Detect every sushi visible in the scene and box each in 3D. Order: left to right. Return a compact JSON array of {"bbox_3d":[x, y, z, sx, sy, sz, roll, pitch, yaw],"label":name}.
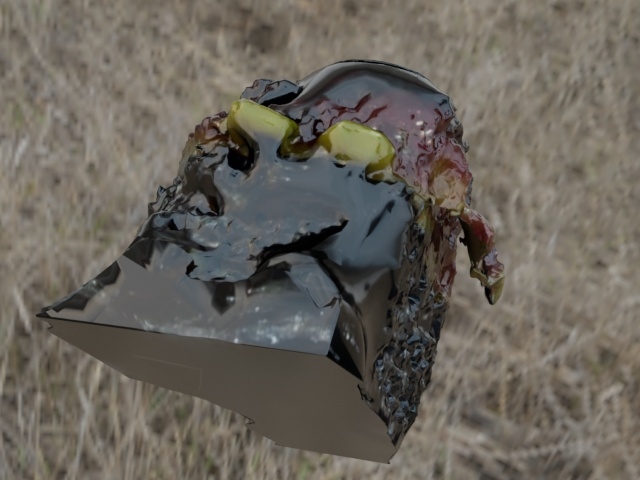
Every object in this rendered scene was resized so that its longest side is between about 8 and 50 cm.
[{"bbox_3d":[0.000,0.000,0.866,0.153,0.172,0.150,5,70,33],"label":"sushi"}]
